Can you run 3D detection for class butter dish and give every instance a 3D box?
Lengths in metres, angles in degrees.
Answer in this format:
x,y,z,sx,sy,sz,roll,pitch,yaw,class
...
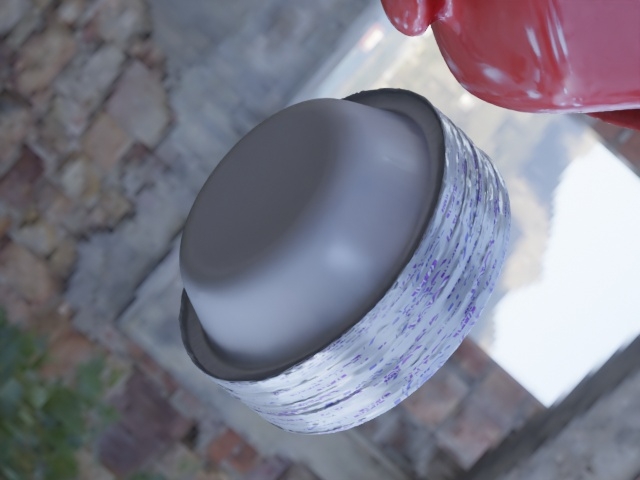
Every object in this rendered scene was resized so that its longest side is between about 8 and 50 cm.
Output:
x,y,z,sx,sy,sz,roll,pitch,yaw,class
0.079,-0.108,0.710,0.118,0.160,0.160,-16,-166,-14,butter dish

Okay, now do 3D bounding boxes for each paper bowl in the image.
x,y,z,sx,sy,sz,roll,pitch,yaw,class
0.000,0.000,1.481,0.284,0.148,0.284,-33,-145,27,paper bowl
